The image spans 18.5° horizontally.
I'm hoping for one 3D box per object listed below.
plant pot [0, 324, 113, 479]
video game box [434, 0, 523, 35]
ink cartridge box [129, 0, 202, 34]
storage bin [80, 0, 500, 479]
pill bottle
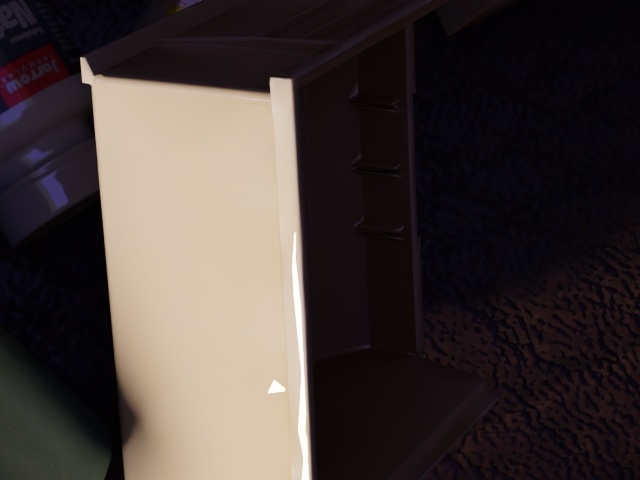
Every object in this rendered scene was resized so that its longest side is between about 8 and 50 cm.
[{"bbox_3d":[-0.311,0.101,1.007,0.334,0.341,0.341,39,79,-13],"label":"plant pot"},{"bbox_3d":[0.170,-0.195,1.166,0.187,0.205,0.048,-25,90,-11],"label":"video game box"},{"bbox_3d":[-0.072,-0.119,1.155,0.062,0.104,0.181,22,88,-18],"label":"ink cartridge box"},{"bbox_3d":[0.000,0.000,1.049,0.123,0.260,0.262,8,113,27],"label":"storage bin"},{"bbox_3d":[-0.193,-0.092,1.142,0.108,0.108,0.180,-33,91,-11],"label":"pill bottle"}]
